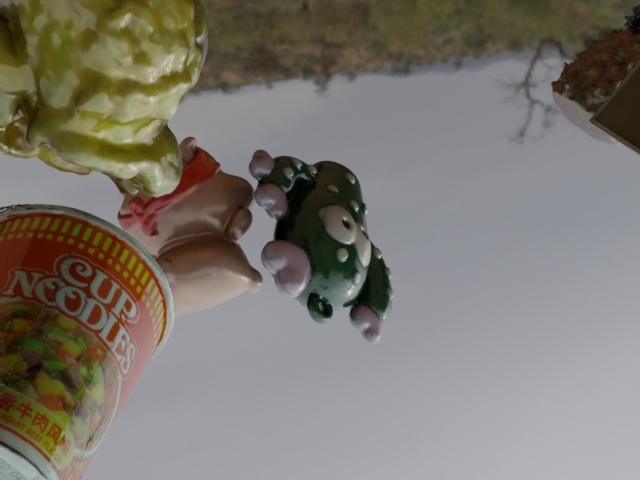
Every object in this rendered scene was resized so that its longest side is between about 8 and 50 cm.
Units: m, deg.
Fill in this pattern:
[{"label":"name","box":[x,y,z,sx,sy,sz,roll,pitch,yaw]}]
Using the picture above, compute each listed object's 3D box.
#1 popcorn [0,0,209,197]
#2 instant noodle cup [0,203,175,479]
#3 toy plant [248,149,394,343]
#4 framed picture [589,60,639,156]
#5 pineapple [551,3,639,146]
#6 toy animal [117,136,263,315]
[{"label":"popcorn","box":[-0.169,-0.134,0.719,0.170,0.189,0.218,11,-177,-24]},{"label":"instant noodle cup","box":[-0.226,0.107,0.755,0.193,0.193,0.212,-5,-145,13]},{"label":"toy plant","box":[0.003,0.004,1.241,0.113,0.243,0.233,-29,150,31]},{"label":"framed picture","box":[0.483,-0.170,1.374,0.015,0.150,0.203,30,-169,-47]},{"label":"pineapple","box":[0.527,-0.310,1.612,0.340,0.169,0.169,-46,-165,-3]},{"label":"toy animal","box":[-0.165,-0.014,1.235,0.171,0.197,0.171,-13,164,-4]}]
